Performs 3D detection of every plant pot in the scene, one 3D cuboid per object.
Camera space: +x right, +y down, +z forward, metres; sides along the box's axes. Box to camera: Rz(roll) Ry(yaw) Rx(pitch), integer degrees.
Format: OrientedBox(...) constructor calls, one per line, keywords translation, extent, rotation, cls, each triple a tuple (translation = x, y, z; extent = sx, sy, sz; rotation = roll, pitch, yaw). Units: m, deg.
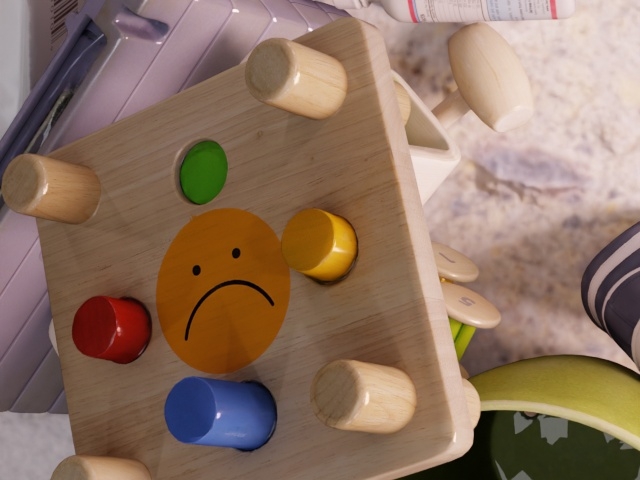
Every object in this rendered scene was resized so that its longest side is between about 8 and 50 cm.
OrientedBox(translation=(0.154, 0.185, 1.248), extent=(0.275, 0.293, 0.274), rotation=(4, 106, 15), cls="plant pot")

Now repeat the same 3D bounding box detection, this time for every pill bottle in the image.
OrientedBox(translation=(0.089, -0.187, 1.276), extent=(0.160, 0.087, 0.087), rotation=(1, 108, 11), cls="pill bottle")

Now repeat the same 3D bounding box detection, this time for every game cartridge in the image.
OrientedBox(translation=(-0.136, -0.026, 1.311), extent=(0.068, 0.230, 0.355), rotation=(48, 114, 28), cls="game cartridge")

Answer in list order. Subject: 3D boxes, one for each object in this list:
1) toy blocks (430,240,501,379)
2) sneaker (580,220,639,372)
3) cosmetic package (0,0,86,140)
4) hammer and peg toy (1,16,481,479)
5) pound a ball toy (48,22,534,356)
OrientedBox(translation=(0.065, 0.089, 1.356), extent=(0.054, 0.123, 0.148), rotation=(17, 112, -16), cls="toy blocks")
OrientedBox(translation=(0.314, 0.042, 1.314), extent=(0.282, 0.153, 0.099), rotation=(0, 108, -21), cls="sneaker")
OrientedBox(translation=(-0.359, -0.203, 1.324), extent=(0.385, 0.156, 0.217), rotation=(6, 111, 9), cls="cosmetic package")
OrientedBox(translation=(-0.090, 0.055, 1.124), extent=(0.361, 0.127, 0.266), rotation=(-23, 70, 29), cls="hammer and peg toy")
OrientedBox(translation=(0.000, 0.000, 1.286), extent=(0.319, 0.208, 0.135), rotation=(-50, 59, 24), cls="pound a ball toy")
